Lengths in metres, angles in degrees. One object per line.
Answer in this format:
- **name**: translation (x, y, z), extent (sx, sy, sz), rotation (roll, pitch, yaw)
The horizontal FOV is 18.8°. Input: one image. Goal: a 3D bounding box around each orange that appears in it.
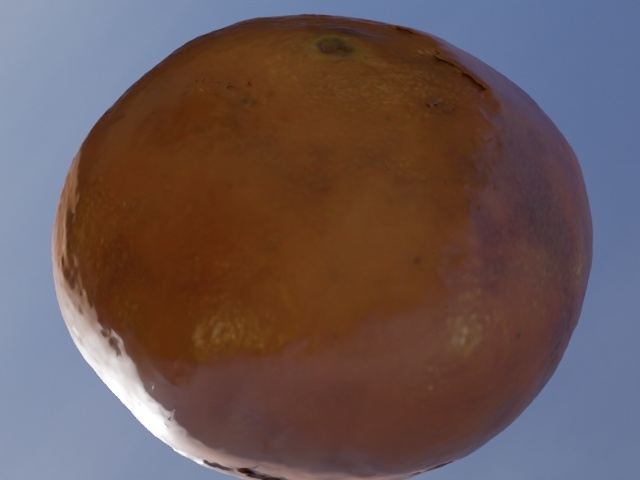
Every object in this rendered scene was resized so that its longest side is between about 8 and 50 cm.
- **orange**: translation (0.000, 0.000, 1.016), extent (0.284, 0.226, 0.284), rotation (5, -154, -2)
